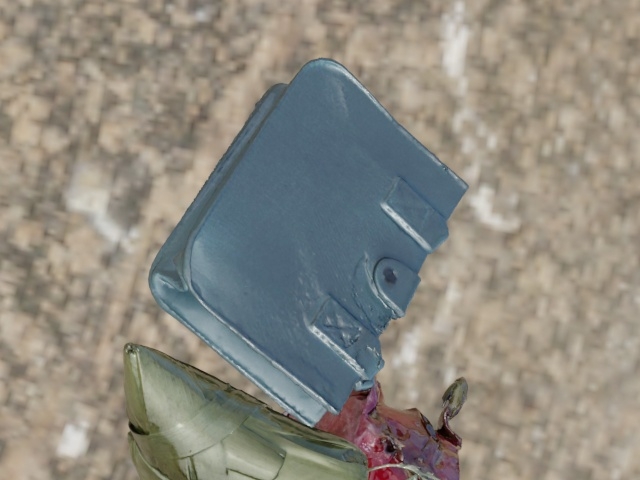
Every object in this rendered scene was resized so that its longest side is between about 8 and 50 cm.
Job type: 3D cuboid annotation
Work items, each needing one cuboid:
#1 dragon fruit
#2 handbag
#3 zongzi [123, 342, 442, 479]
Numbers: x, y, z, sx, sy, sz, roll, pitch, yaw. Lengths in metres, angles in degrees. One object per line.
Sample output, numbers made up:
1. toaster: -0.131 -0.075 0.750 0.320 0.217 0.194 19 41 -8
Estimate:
1. dragon fruit: 0.011 0.211 1.594 0.147 0.211 0.282 29 74 -12
2. handbag: 0.000 0.000 1.387 0.179 0.062 0.229 40 56 -11
3. zongzi: -0.018 0.096 0.939 0.130 0.154 0.062 91 13 -55
